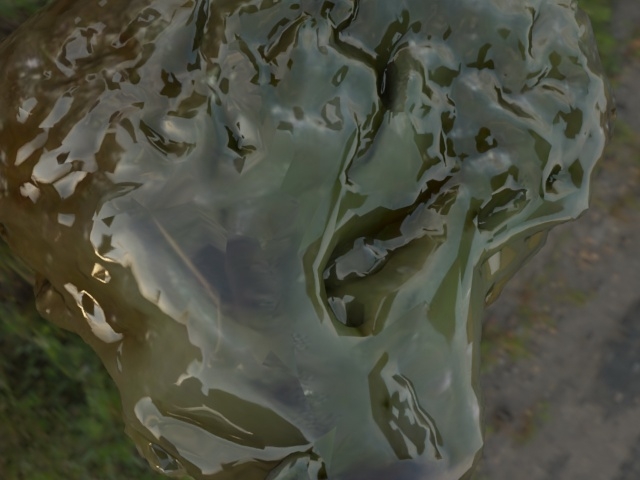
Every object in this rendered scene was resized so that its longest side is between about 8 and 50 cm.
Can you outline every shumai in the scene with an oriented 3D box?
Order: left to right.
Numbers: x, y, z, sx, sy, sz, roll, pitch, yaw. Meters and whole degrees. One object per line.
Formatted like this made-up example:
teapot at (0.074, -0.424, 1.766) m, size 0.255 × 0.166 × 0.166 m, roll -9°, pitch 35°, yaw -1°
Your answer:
shumai at (0.001, 0.002, 0.870) m, size 0.346 × 0.283 × 0.217 m, roll 3°, pitch 141°, yaw -20°
